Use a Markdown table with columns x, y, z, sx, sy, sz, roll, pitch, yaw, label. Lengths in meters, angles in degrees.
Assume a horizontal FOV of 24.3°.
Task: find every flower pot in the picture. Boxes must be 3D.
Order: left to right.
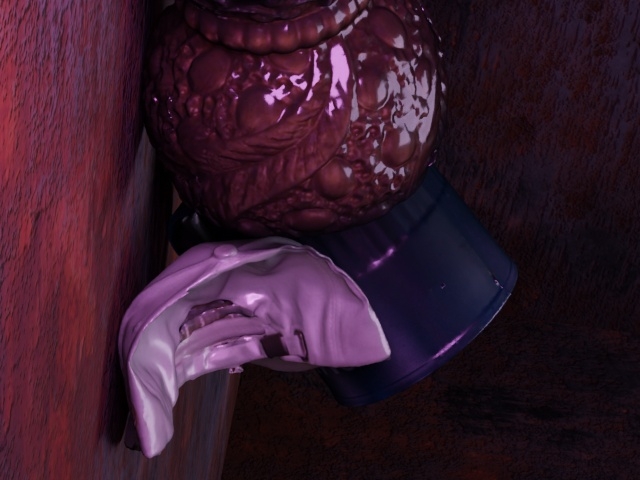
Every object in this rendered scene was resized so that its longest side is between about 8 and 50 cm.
| x | y | z | sx | sy | sz | roll | pitch | yaw | label |
| --- | --- | --- | --- | --- | --- | --- | --- | --- | --- |
| -0.030 | -0.178 | 1.224 | 0.267 | 0.266 | 0.266 | 81 | 13 | -50 | flower pot |

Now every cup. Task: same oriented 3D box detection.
| x | y | z | sx | sy | sz | roll | pitch | yaw | label |
| --- | --- | --- | --- | --- | --- | --- | --- | --- | --- |
| 0.014 | -0.012 | 1.595 | 0.242 | 0.292 | 0.308 | -43 | -164 | -17 | cup |

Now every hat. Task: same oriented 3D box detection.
| x | y | z | sx | sy | sz | roll | pitch | yaw | label |
| --- | --- | --- | --- | --- | --- | --- | --- | --- | --- |
| -0.103 | 0.089 | 1.448 | 0.301 | 0.258 | 0.168 | -21 | -91 | 68 | hat |
